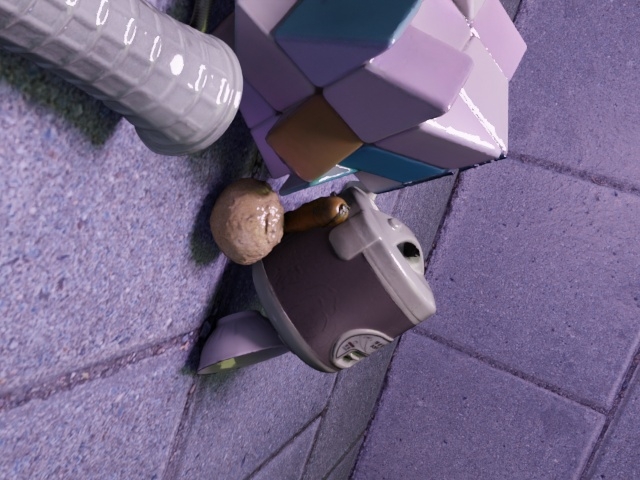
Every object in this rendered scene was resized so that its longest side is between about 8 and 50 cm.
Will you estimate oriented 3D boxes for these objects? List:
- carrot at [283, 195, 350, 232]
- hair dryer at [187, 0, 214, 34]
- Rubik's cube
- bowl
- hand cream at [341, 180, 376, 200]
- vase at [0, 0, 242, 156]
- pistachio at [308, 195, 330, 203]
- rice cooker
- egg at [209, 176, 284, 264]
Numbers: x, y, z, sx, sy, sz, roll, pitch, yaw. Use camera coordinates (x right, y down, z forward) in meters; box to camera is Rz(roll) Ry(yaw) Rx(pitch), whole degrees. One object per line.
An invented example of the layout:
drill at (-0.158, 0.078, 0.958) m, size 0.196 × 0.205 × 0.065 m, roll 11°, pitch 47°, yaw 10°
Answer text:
carrot at (-0.047, -0.032, 0.885) m, size 0.049 × 0.254 × 0.049 m, roll 9°, pitch 76°, yaw -40°
hair dryer at (-0.126, -0.374, 0.557) m, size 0.267 × 0.092 × 0.229 m, roll -58°, pitch 152°, yaw 0°
Rubik's cube at (0.071, -0.241, 0.741) m, size 0.368 × 0.387 × 0.358 m, roll 43°, pitch 60°, yaw -23°
bowl at (-0.141, 0.178, 0.985) m, size 0.189 × 0.189 × 0.086 m, roll 37°, pitch 34°, yaw -69°
hand cream at (0.034, -0.004, 1.264) m, size 0.093 × 0.147 × 0.305 m, roll 28°, pitch 84°, yaw -28°
vase at (-0.203, -0.182, 0.461) m, size 0.299 × 0.143 × 0.143 m, roll 23°, pitch 89°, yaw -66°
pistachio at (0.000, 0.000, 1.142) m, size 0.129 × 0.131 × 0.206 m, roll -9°, pitch 128°, yaw -58°
rice cooker at (0.051, 0.068, 0.967) m, size 0.277 × 0.288 × 0.288 m, roll -32°, pitch 161°, yaw 9°
egg at (-0.114, -0.028, 0.844) m, size 0.118 × 0.116 × 0.140 m, roll -133°, pitch -125°, yaw -73°
